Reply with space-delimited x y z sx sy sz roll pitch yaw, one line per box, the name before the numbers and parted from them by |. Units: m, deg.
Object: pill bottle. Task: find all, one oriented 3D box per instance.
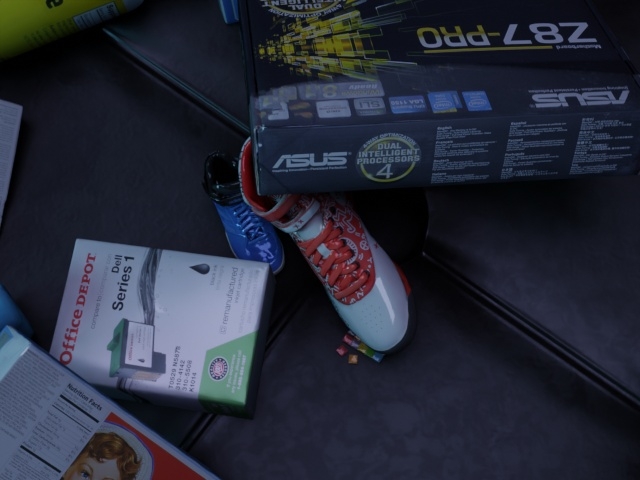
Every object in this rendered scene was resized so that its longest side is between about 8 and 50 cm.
pill bottle | -0.327 -0.338 1.140 0.333 0.188 0.188 -23 72 -5

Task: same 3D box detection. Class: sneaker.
sneaker | -0.001 0.000 1.026 0.090 0.145 0.270 -34 65 27
sneaker | -0.090 -0.033 1.083 0.058 0.084 0.152 -24 73 -5

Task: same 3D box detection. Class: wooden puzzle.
wooden puzzle | 0.058 0.105 1.072 0.049 0.006 0.083 30 76 12

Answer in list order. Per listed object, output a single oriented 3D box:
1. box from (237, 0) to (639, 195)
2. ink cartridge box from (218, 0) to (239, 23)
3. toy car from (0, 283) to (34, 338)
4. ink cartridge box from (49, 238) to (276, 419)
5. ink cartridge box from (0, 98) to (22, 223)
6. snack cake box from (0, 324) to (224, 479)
box | 0.113 -0.186 1.030 0.394 0.097 0.318 -3 44 -5
ink cartridge box | -0.094 -0.464 1.060 0.151 0.395 0.270 -17 72 -3
toy car | -0.365 0.189 0.978 0.219 0.210 0.238 -34 86 -16
ink cartridge box | -0.170 0.096 1.042 0.219 0.092 0.160 7 72 5
ink cartridge box | -0.431 -0.087 1.104 0.045 0.145 0.179 7 85 49
snack cake box | -0.240 0.221 0.929 0.264 0.089 0.152 44 73 -28
